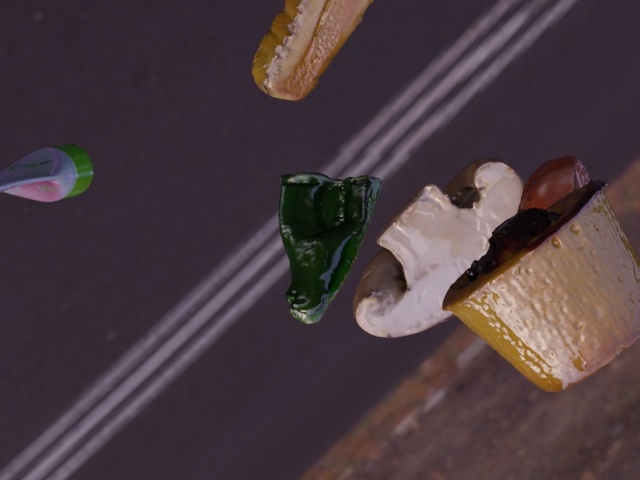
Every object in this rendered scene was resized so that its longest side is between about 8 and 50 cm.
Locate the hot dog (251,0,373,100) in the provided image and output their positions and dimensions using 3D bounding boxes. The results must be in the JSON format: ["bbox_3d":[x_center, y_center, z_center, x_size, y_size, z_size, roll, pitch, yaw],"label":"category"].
[{"bbox_3d":[0.021,-0.263,1.580,0.083,0.068,0.289,19,114,-30],"label":"hot dog"}]

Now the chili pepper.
[{"bbox_3d":[0.000,-0.003,1.725,0.216,0.108,0.062,-74,158,-43],"label":"chili pepper"}]

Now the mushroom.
[{"bbox_3d":[0.147,0.005,2.192,0.286,0.156,0.151,-46,-167,1],"label":"mushroom"}]

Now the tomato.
[{"bbox_3d":[0.286,0.011,2.009,0.095,0.237,0.237,-5,169,18],"label":"tomato"}]

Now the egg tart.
[{"bbox_3d":[0.240,0.047,1.707,0.215,0.171,0.215,-38,-177,2],"label":"egg tart"}]

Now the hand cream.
[{"bbox_3d":[-0.283,-0.044,1.402,0.079,0.050,0.275,-35,174,23],"label":"hand cream"}]
